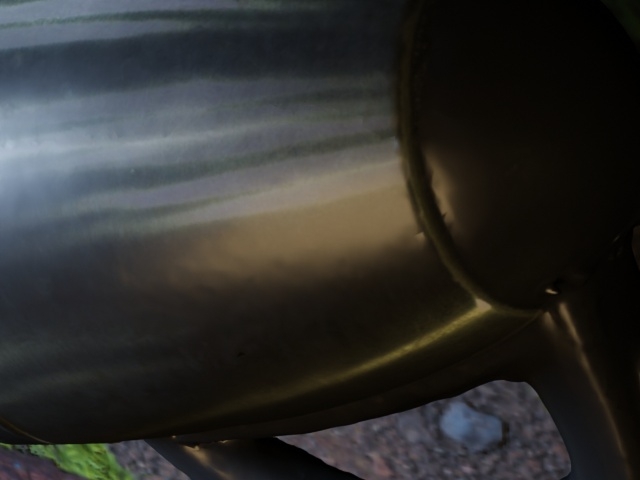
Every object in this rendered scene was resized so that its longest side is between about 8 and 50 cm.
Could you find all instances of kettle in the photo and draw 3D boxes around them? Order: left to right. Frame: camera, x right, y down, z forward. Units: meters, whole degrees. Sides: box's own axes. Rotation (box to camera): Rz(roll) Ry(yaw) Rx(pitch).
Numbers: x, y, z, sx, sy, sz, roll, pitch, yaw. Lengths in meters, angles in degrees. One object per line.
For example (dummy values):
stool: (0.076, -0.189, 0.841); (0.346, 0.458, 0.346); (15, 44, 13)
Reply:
kettle: (-0.010, -0.009, 0.649); (0.271, 0.207, 0.251); (-7, 81, 40)
